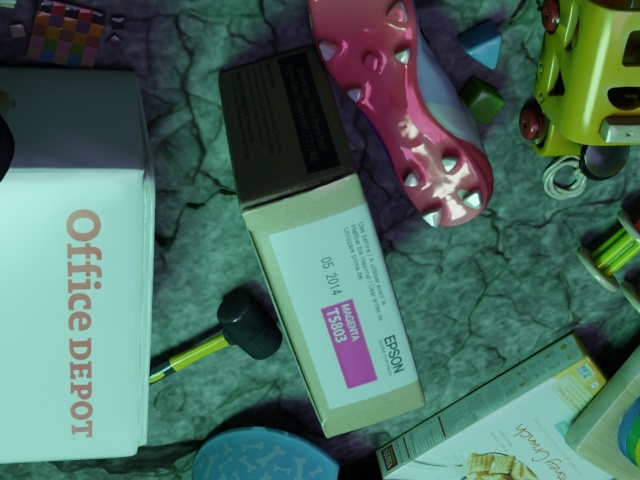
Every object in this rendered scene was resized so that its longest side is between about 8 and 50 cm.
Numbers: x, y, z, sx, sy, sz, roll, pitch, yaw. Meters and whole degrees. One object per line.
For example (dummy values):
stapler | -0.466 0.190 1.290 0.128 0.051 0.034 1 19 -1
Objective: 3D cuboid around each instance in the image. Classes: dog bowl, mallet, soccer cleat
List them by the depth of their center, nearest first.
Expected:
soccer cleat | 0.063 -0.125 0.899 0.083 0.095 0.248 -23 106 20
mallet | -0.130 0.102 1.047 0.190 0.039 0.062 -21 128 8
dog bowl | -0.008 0.307 1.134 0.297 0.074 0.166 44 126 -17

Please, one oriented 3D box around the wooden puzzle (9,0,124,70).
wooden puzzle | -0.188 -0.153 0.866 0.083 0.006 0.049 10 122 -19

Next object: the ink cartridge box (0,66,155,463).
ink cartridge box | -0.323 0.023 0.867 0.385 0.160 0.279 0 126 -12

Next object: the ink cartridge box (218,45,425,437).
ink cartridge box | 0.000 0.000 0.901 0.088 0.193 0.234 -17 127 1

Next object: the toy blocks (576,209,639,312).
toy blocks | 0.324 -0.004 1.054 0.123 0.054 0.148 34 112 -31

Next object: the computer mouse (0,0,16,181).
computer mouse | -0.252 -0.095 0.743 0.184 0.262 0.060 -42 145 -29

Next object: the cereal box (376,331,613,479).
cereal box | 0.201 0.216 1.189 0.240 0.047 0.173 -34 123 13

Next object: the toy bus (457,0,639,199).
toy bus | 0.226 -0.115 0.922 0.191 0.104 0.202 -40 123 17

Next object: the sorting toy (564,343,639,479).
sorting toy | 0.416 0.171 1.142 0.257 0.089 0.255 33 100 -31
